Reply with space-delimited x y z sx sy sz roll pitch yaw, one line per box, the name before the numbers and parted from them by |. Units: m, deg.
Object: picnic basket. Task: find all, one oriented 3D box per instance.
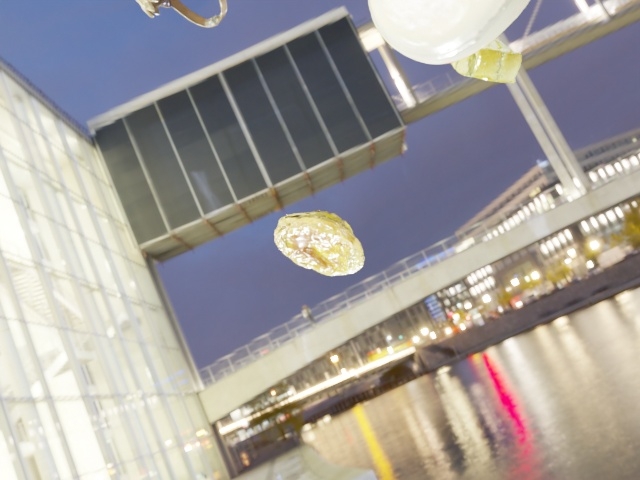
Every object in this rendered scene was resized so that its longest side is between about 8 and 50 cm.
picnic basket | -0.228 -0.412 1.088 0.137 0.178 0.128 -53 14 -20

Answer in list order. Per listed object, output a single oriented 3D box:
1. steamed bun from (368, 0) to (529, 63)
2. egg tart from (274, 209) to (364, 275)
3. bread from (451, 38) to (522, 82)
steamed bun | 0.143 -0.292 0.686 0.131 0.177 0.228 -33 -31 -51
egg tart | 0.000 0.000 0.925 0.130 0.130 0.052 -43 22 53
bread | 0.287 -0.326 1.211 0.118 0.156 0.064 15 -63 -6
